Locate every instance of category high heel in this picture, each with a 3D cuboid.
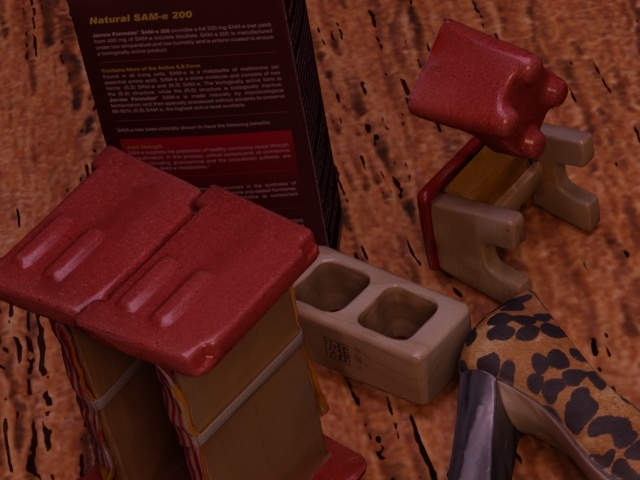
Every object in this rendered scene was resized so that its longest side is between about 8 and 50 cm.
[{"bbox_3d":[0.195,0.090,1.065,0.261,0.093,0.186,-4,47,21],"label":"high heel"}]

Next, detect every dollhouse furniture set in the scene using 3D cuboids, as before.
[{"bbox_3d":[0.000,0.000,1.132,0.152,0.201,0.374,22,51,32],"label":"dollhouse furniture set"}]

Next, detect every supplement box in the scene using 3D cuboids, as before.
[{"bbox_3d":[-0.066,-0.079,1.205,0.130,0.239,0.073,-2,41,9],"label":"supplement box"}]
